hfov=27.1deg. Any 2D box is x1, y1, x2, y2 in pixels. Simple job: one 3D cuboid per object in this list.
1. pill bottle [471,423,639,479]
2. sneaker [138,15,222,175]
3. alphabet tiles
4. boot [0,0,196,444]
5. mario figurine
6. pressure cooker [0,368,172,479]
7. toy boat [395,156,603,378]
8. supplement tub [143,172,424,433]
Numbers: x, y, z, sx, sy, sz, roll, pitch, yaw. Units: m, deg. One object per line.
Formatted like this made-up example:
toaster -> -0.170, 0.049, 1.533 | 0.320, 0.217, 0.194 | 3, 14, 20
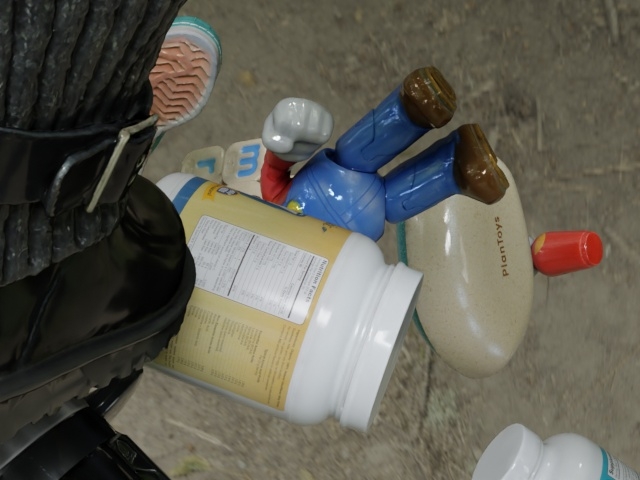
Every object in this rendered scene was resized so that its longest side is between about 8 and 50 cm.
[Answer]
pill bottle -> 0.291, 0.302, 1.410 | 0.264, 0.146, 0.146 | 34, 78, -9
sneaker -> -0.191, -0.179, 1.503 | 0.108, 0.302, 0.121 | 29, 53, -17
alphabet tiles -> -0.130, 0.014, 1.624 | 0.278, 0.021, 0.284 | -8, 65, 35
boot -> -0.126, -0.058, 0.674 | 0.131, 0.348, 0.260 | 18, 106, 6
mario figurine -> 0.000, 0.000, 1.130 | 0.320, 0.170, 0.198 | -35, 75, 15
pressure cooker -> -0.317, 0.190, 0.807 | 0.420, 0.375, 0.370 | 42, 110, 3
toy boat -> 0.193, 0.024, 1.564 | 0.148, 0.318, 0.267 | -8, 86, 42
supplement tub -> -0.040, 0.047, 0.952 | 0.199, 0.144, 0.144 | 20, 75, 7
